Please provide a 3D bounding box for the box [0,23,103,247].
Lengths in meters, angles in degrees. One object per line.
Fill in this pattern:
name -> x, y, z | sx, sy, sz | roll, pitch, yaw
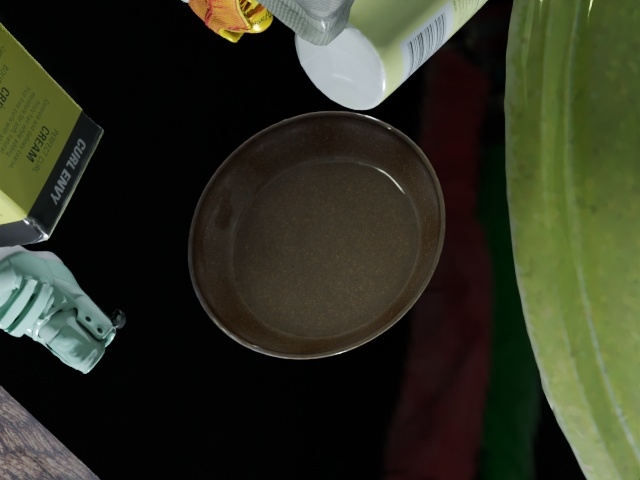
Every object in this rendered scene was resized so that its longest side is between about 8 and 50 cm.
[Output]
box -> -0.184, -0.086, 0.658 | 0.232, 0.087, 0.058 | 47, -130, -34

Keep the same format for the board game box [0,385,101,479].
board game box -> -0.188, 0.223, 0.787 | 0.232, 0.291, 0.141 | 42, -178, 9

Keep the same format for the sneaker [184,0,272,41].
sneaker -> -0.054, -0.176, 1.280 | 0.067, 0.064, 0.175 | 42, 176, -2

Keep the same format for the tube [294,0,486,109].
tube -> 0.082, -0.159, 1.038 | 0.240, 0.070, 0.062 | -42, -50, -32

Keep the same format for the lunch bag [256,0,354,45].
lunch bag -> -0.063, -0.238, 0.557 | 0.169, 0.287, 0.235 | -49, -14, -34

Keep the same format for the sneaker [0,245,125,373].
sneaker -> -0.314, 0.083, 2.138 | 0.151, 0.094, 0.256 | 44, -166, 13

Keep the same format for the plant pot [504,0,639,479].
plant pot -> 0.226, -0.023, 0.417 | 0.276, 0.254, 0.276 | -5, -82, -41

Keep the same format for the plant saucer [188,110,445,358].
plant saucer -> 0.000, 0.000, 1.408 | 0.036, 0.199, 0.198 | 54, -144, -60
